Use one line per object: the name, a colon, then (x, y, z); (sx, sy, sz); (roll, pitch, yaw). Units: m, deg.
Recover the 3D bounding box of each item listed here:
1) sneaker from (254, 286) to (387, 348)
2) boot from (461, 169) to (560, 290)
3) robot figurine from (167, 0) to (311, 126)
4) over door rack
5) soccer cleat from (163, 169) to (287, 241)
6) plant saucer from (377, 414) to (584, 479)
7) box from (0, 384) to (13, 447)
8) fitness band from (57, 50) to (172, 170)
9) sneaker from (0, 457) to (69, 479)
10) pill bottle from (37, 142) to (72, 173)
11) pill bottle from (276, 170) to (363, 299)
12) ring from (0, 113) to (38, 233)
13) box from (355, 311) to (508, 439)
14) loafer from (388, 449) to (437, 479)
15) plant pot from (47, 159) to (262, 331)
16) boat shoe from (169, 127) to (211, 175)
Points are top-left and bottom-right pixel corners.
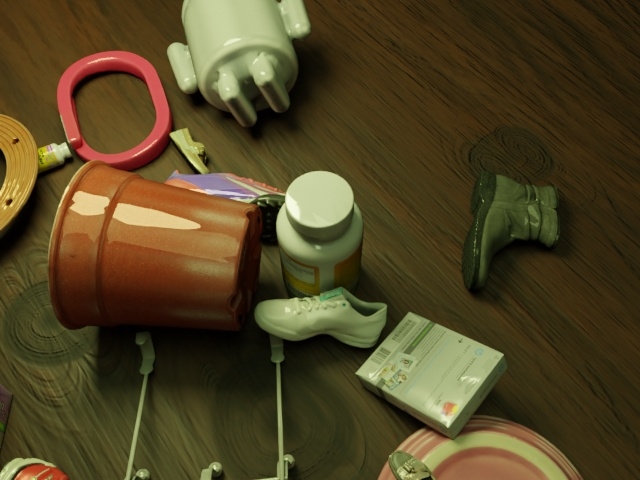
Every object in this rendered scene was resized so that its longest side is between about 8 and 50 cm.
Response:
sneaker: (0.003, 0.109, 1.084); (0.212, 0.094, 0.080); (9, 39, -14)
boot: (0.343, -0.013, 1.192); (0.161, 0.083, 0.246); (15, 62, 3)
robot figurine: (-0.164, -0.397, 1.352); (0.300, 0.199, 0.353); (-20, 61, 6)
over door rack: (-0.163, 0.283, 1.020); (0.240, 0.108, 0.324); (-5, 45, -2)
soccer cleat: (-0.134, -0.073, 1.223); (0.318, 0.108, 0.116); (4, 48, 2)
plant saucer: (0.234, 0.401, 0.946); (0.332, 0.084, 0.332); (0, 60, 0)
box: (-0.551, 0.297, 0.943); (0.117, 0.213, 0.242); (0, 60, 0)
fitness band: (-0.413, -0.264, 1.367); (0.209, 0.054, 0.290); (-17, 62, -12)
sneaker: (-0.426, 0.441, 0.925); (0.118, 0.107, 0.279); (14, 63, -2)
pill bottle: (-0.525, -0.160, 1.309); (0.083, 0.043, 0.043); (-25, 62, -13)
pill bottle: (0.000, 0.000, 1.089); (0.136, 0.245, 0.136); (0, 60, 0)
ring: (-0.675, -0.096, 1.256); (0.337, 0.032, 0.336); (-6, 61, 10)
box: (0.169, 0.200, 1.046); (0.186, 0.038, 0.145); (21, 58, 45)
loafer: (0.142, 0.331, 0.916); (0.045, 0.039, 0.125); (-36, 65, -18)
plant pot: (-0.238, 0.026, 1.068); (0.265, 0.272, 0.272); (9, 60, 4)
boat shoe: (-0.243, -0.170, 1.307); (0.045, 0.050, 0.135); (-33, 64, -11)
